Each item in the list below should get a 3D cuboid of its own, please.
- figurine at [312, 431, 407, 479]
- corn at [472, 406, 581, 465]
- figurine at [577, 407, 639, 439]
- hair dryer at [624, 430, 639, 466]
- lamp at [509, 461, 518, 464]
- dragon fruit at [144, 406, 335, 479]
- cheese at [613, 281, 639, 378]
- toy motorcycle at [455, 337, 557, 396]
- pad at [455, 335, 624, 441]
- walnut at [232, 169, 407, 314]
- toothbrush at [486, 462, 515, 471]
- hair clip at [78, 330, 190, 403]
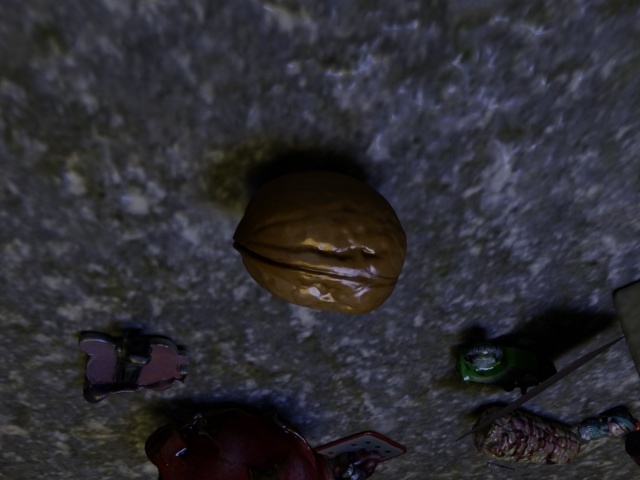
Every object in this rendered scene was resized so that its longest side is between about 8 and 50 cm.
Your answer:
[{"bbox_3d":[0.069,0.497,1.433,0.183,0.226,0.160,-25,143,23],"label":"figurine"},{"bbox_3d":[0.380,0.363,1.421,0.281,0.092,0.092,22,135,-37],"label":"corn"},{"bbox_3d":[0.538,0.348,1.469,0.106,0.047,0.060,-29,124,33],"label":"figurine"},{"bbox_3d":[0.819,0.422,1.611,0.340,0.123,0.312,-34,128,16],"label":"hair dryer"},{"bbox_3d":[0.388,0.417,1.560,0.050,0.056,0.198,-18,155,13],"label":"lamp"},{"bbox_3d":[-0.121,0.383,1.244,0.250,0.250,0.315,-21,126,18],"label":"dragon fruit"},{"bbox_3d":[0.539,0.158,1.009,0.243,0.265,0.124,-22,145,20],"label":"cheese"},{"bbox_3d":[0.269,0.192,1.178,0.190,0.074,0.106,22,145,-36],"label":"toy motorcycle"},{"bbox_3d":[0.324,0.222,1.169,0.176,0.002,0.266,-11,152,-45],"label":"pad"},{"bbox_3d":[0.000,0.000,0.798,0.180,0.144,0.144,7,142,-15],"label":"walnut"},{"bbox_3d":[0.382,0.480,1.659,0.097,0.006,0.008,24,135,-37],"label":"toothbrush"},{"bbox_3d":[-0.251,0.169,1.068,0.146,0.056,0.187,1,153,-14],"label":"hair clip"}]
